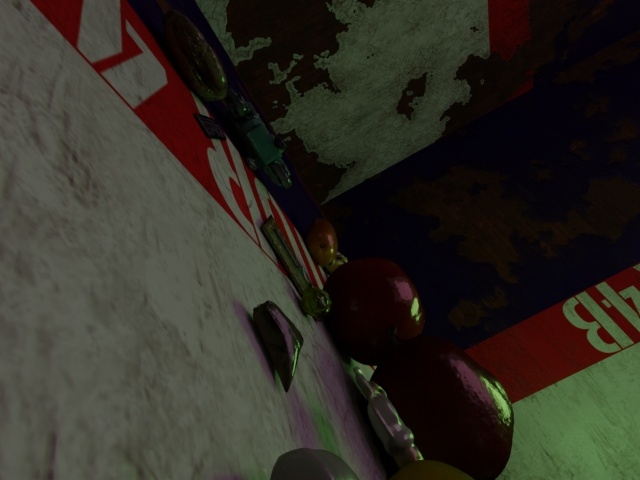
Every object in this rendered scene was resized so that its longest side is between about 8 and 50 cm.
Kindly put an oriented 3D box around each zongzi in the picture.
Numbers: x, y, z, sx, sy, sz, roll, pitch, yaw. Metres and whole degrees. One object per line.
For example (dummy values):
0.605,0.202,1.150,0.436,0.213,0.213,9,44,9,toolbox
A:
-0.054,0.118,0.464,0.076,0.040,0.083,52,25,-21,zongzi

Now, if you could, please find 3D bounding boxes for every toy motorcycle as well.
-0.175,-0.267,1.096,0.296,0.109,0.198,58,-4,-19,toy motorcycle

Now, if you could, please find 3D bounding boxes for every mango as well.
0.006,-0.002,1.380,0.217,0.102,0.141,-104,171,-64,mango

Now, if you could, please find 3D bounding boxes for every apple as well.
0.125,0.163,0.984,0.260,0.217,0.260,59,2,-3,apple

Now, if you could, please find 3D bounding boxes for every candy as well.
-0.043,0.061,0.779,0.193,0.058,0.062,59,-35,4,candy

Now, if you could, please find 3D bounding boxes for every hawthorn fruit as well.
0.230,0.336,0.798,0.295,0.295,0.311,-111,174,-60,hawthorn fruit

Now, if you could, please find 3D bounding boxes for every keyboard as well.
-0.222,-0.231,0.831,0.053,0.010,0.155,59,5,-12,keyboard

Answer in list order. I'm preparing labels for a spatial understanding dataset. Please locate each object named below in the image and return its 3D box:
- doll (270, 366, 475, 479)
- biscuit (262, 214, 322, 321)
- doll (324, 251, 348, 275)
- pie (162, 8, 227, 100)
0.108,0.302,0.387,0.348,0.161,0.423,57,9,11,doll
-0.057,0.055,0.868,0.231,0.016,0.139,60,5,-11,biscuit
0.063,0.094,1.532,0.117,0.086,0.291,42,3,5,doll
-0.267,-0.384,0.860,0.193,0.079,0.163,58,-3,-34,pie
